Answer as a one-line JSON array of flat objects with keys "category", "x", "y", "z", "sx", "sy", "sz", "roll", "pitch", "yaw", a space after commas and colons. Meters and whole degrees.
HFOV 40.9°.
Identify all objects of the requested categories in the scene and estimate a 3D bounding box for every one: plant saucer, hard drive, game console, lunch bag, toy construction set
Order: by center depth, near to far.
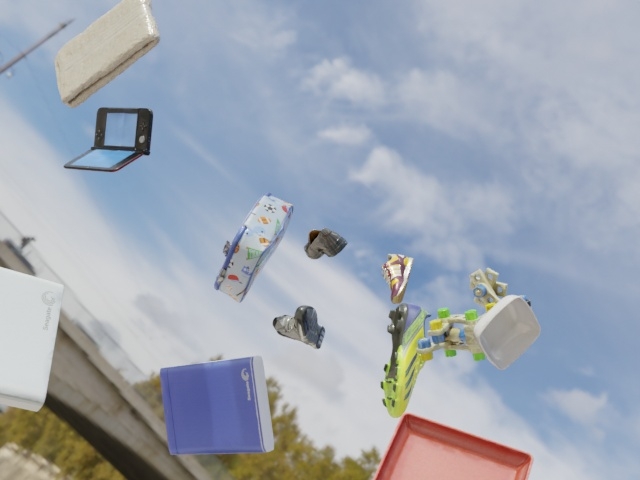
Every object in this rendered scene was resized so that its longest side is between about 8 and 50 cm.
[{"category": "hard drive", "x": -0.598, "y": 0.123, "z": 1.356, "sx": 0.353, "sy": 0.233, "sz": 0.047, "roll": 20, "pitch": -44, "yaw": -27}, {"category": "game console", "x": -0.385, "y": -0.184, "z": 1.552, "sx": 0.144, "sy": 0.124, "sz": 0.085, "roll": 7, "pitch": 3, "yaw": 33}, {"category": "plant saucer", "x": 0.230, "y": 0.456, "z": 1.553, "sx": 0.259, "sy": 0.258, "sz": 0.048, "roll": 15, "pitch": -48, "yaw": 18}, {"category": "hard drive", "x": -0.247, "y": 0.386, "z": 1.985, "sx": 0.318, "sy": 0.040, "sz": 0.210, "roll": -13, "pitch": -98, "yaw": 39}, {"category": "toy construction set", "x": 0.393, "y": 0.192, "z": 2.101, "sx": 0.215, "sy": 0.327, "sz": 0.151, "roll": -9, "pitch": -69, "yaw": 40}, {"category": "lunch bag", "x": -0.189, "y": 0.024, "z": 2.393, "sx": 0.115, "sy": 0.303, "sz": 0.243, "roll": 30, "pitch": -52, "yaw": 2}]

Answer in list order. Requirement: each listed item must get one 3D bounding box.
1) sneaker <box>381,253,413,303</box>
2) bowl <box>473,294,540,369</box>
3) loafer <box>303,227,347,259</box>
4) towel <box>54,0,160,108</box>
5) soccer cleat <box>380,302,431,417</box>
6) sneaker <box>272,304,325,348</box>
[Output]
[{"category": "sneaker", "x": 0.206, "y": 0.109, "z": 2.427, "sx": 0.084, "sy": 0.185, "sz": 0.070, "roll": 15, "pitch": -52, "yaw": 8}, {"category": "bowl", "x": 0.398, "y": 0.194, "z": 1.869, "sx": 0.142, "sy": 0.142, "sz": 0.053, "roll": 53, "pitch": -11, "yaw": -34}, {"category": "loafer", "x": 0.000, "y": 0.000, "z": 1.858, "sx": 0.061, "sy": 0.062, "sz": 0.170, "roll": 48, "pitch": -23, "yaw": -12}, {"category": "towel", "x": -0.483, "y": -0.431, "z": 1.936, "sx": 0.049, "sy": 0.282, "sz": 0.187, "roll": 40, "pitch": 23, "yaw": -49}, {"category": "soccer cleat", "x": 0.221, "y": 0.295, "z": 2.108, "sx": 0.121, "sy": 0.289, "sz": 0.093, "roll": 16, "pitch": -23, "yaw": -20}, {"category": "sneaker", "x": -0.073, "y": 0.224, "z": 2.267, "sx": 0.132, "sy": 0.086, "sz": 0.229, "roll": 13, "pitch": -23, "yaw": 17}]
